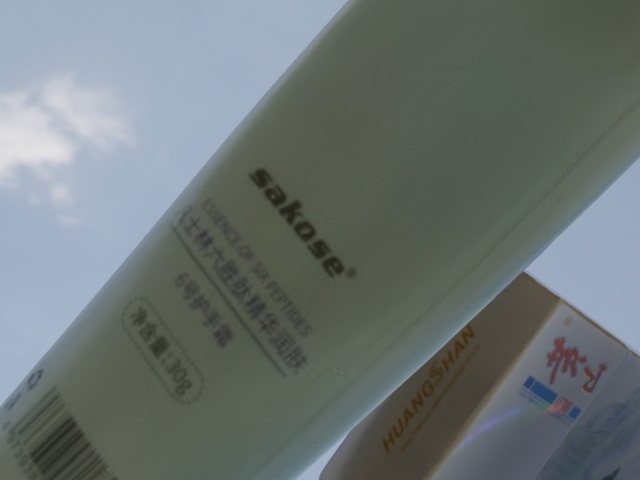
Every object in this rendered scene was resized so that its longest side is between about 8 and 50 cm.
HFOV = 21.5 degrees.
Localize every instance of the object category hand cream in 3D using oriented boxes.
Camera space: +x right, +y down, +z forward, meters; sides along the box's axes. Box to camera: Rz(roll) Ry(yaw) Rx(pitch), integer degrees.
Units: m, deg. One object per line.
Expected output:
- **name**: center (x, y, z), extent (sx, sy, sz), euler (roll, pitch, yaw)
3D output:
- **hand cream**: center (0.000, 0.000, 0.475), extent (0.067, 0.320, 0.109), euler (23, -156, -55)

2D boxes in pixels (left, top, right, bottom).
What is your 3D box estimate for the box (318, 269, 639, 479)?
- **box**: center (0.124, 0.116, 0.887), extent (0.233, 0.149, 0.067), euler (32, -178, -43)
